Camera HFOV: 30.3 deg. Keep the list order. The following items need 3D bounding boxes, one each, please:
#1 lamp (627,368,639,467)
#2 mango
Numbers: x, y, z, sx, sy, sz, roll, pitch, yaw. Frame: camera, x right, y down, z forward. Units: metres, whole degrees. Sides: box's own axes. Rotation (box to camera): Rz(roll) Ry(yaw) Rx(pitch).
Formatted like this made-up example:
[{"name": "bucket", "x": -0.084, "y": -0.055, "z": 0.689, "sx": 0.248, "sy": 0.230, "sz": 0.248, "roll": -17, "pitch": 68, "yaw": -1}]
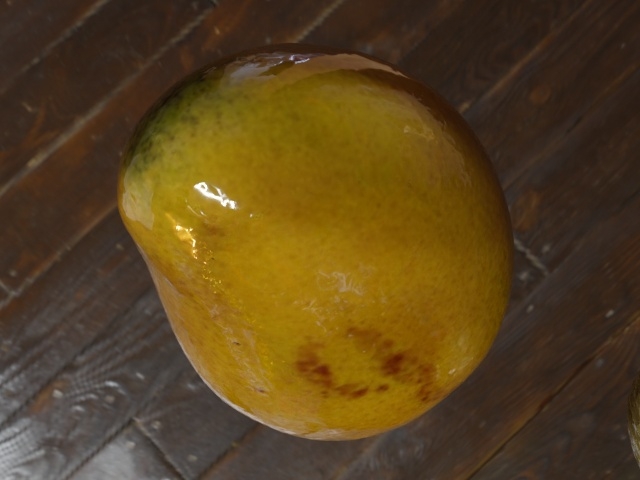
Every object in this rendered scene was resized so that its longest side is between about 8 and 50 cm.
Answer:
[{"name": "lamp", "x": 0.456, "y": 0.224, "z": 1.343, "sx": 0.250, "sy": 0.284, "sz": 0.250, "roll": 18, "pitch": 41, "yaw": -17}, {"name": "mango", "x": 0.000, "y": 0.000, "z": 0.835, "sx": 0.263, "sy": 0.378, "sz": 0.221, "roll": -31, "pitch": 56, "yaw": 7}]
